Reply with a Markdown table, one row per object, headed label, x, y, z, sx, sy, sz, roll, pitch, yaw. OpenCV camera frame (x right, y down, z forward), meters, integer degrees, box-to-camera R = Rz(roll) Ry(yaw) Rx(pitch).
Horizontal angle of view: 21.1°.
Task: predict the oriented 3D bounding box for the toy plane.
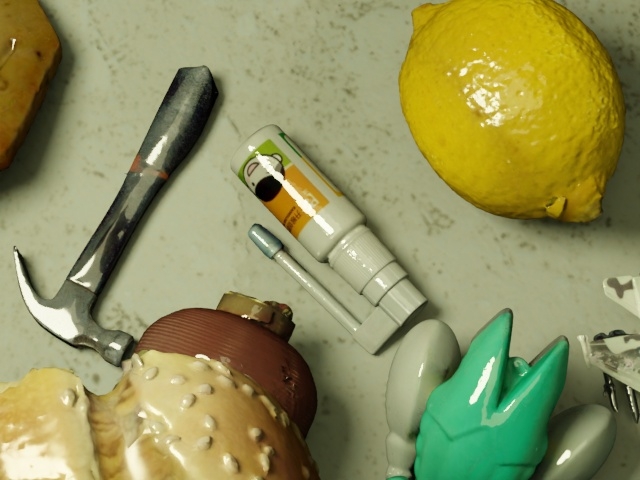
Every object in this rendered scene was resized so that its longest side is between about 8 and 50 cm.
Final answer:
| label | x | y | z | sx | sy | sz | roll | pitch | yaw |
| --- | --- | --- | --- | --- | --- | --- | --- | --- | --- |
| toy plane | 0.311 | 0.123 | 1.526 | 0.160 | 0.082 | 0.234 | -8 | 88 | -12 |

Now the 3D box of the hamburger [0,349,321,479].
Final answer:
| label | x | y | z | sx | sy | sz | roll | pitch | yaw |
| --- | --- | --- | --- | --- | --- | --- | --- | --- | --- |
| hamburger | -0.097 | 0.314 | 1.268 | 0.268 | 0.445 | 0.287 | -10 | 42 | -7 |

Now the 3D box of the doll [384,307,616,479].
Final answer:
| label | x | y | z | sx | sy | sz | roll | pitch | yaw |
| --- | --- | --- | --- | --- | --- | --- | --- | --- | --- |
| doll | 0.119 | 0.173 | 1.487 | 0.258 | 0.153 | 0.195 | -37 | 94 | 7 |

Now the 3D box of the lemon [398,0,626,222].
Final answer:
| label | x | y | z | sx | sy | sz | roll | pitch | yaw |
| --- | --- | --- | --- | --- | --- | --- | --- | --- | --- |
| lemon | 0.171 | -0.120 | 1.537 | 0.188 | 0.188 | 0.256 | -36 | 75 | -9 |

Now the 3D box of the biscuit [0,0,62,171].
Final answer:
| label | x | y | z | sx | sy | sz | roll | pitch | yaw |
| --- | --- | --- | --- | --- | --- | --- | --- | --- | --- |
| biscuit | -0.417 | -0.168 | 1.584 | 0.359 | 0.046 | 0.359 | 1 | 55 | -2 |

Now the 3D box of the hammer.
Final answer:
| label | x | y | z | sx | sy | sz | roll | pitch | yaw |
| --- | --- | --- | --- | --- | --- | --- | --- | --- | --- |
| hammer | -0.180 | -0.039 | 1.596 | 0.137 | 0.037 | 0.290 | 25 | 76 | 6 |

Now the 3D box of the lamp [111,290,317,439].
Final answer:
| label | x | y | z | sx | sy | sz | roll | pitch | yaw |
| --- | --- | --- | --- | --- | --- | --- | --- | --- | --- |
| lamp | -0.104 | 0.160 | 1.469 | 0.180 | 0.180 | 0.258 | 21 | 75 | 7 |

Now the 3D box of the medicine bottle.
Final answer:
| label | x | y | z | sx | sy | sz | roll | pitch | yaw |
| --- | --- | --- | --- | --- | --- | --- | --- | --- | --- |
| medicine bottle | 0.000 | 0.000 | 1.575 | 0.220 | 0.061 | 0.092 | 46 | 104 | 13 |
